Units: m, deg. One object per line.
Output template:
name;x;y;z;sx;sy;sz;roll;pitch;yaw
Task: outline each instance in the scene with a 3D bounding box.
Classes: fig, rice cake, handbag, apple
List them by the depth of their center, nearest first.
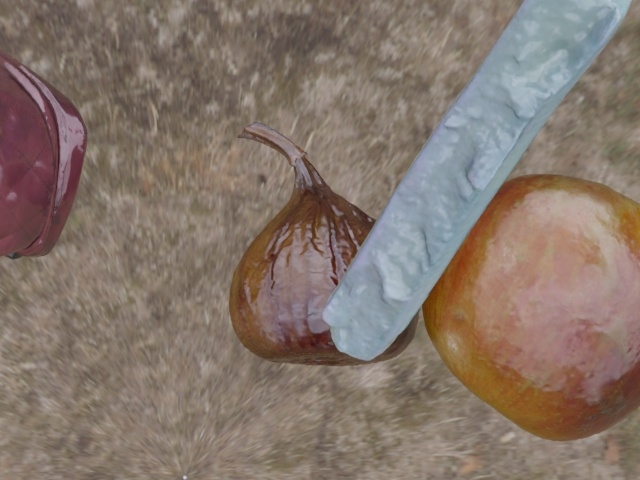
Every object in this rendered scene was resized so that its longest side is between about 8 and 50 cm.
rice cake;0.045;-0.021;0.456;0.030;0.180;0.042;35;44;5
apple;0.169;0.044;0.952;0.160;0.195;0.173;41;103;38
handbag;-0.285;-0.075;1.012;0.225;0.135;0.146;29;113;28
fig;0.000;0.000;1.053;0.134;0.146;0.201;-16;66;25
